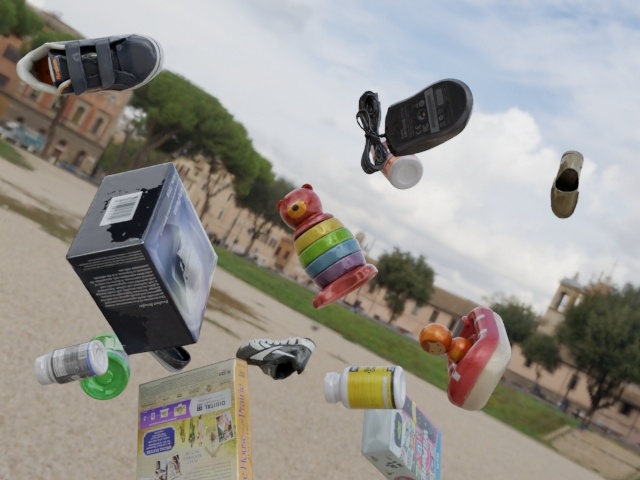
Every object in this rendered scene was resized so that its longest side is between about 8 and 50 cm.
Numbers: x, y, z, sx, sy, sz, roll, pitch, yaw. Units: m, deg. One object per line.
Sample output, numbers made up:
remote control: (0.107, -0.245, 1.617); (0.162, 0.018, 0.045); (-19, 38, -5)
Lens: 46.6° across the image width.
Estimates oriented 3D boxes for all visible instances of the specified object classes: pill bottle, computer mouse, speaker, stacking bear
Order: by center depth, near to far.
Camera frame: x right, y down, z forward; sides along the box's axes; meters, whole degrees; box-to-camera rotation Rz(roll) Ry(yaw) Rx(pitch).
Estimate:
computer mouse: (0.203, -0.247, 1.525); (0.272, 0.188, 0.072); (-13, -18, 38)
pill bottle: (-0.536, 0.266, 1.597); (0.137, 0.078, 0.078); (-14, -10, 6)
pill bottle: (0.172, -0.187, 1.726); (0.086, 0.086, 0.152); (30, 16, -33)
pill bottle: (0.107, 0.353, 1.781); (0.184, 0.103, 0.103); (-3, -13, 15)
stacking bear: (0.000, 0.000, 1.842); (0.289, 0.175, 0.164); (59, 15, 9)
speaker: (-0.549, 0.318, 1.899); (0.131, 0.131, 0.296); (28, -4, -15)

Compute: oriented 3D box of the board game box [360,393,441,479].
board game box: (0.234, 0.569, 2.102); (0.098, 0.224, 0.303); (-18, -49, 27)

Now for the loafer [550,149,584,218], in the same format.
loafer: (0.460, -0.098, 1.400); (0.056, 0.050, 0.148); (12, -50, 23)

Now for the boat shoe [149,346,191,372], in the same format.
boat shoe: (-0.431, 0.257, 1.939); (0.228, 0.080, 0.076); (46, -52, -12)

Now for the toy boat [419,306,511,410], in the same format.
toy boat: (0.251, 0.201, 1.357); (0.151, 0.151, 0.231); (23, 19, -2)

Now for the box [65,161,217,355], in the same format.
box: (-0.372, 0.038, 1.630); (0.183, 0.296, 0.294); (-10, -52, 11)

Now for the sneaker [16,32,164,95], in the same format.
sneaker: (-0.507, -0.378, 1.625); (0.321, 0.126, 0.127); (-8, 7, 15)

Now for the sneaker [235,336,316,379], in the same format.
sneaker: (-0.127, 0.307, 1.898); (0.234, 0.106, 0.078); (-9, -46, 28)

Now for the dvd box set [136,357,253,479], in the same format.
dvd box set: (-0.292, 0.507, 1.702); (0.308, 0.420, 0.062); (-20, -30, 26)

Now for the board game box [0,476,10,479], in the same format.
board game box: (-0.660, 0.615, 1.637); (0.291, 0.141, 0.232); (17, -24, 2)
